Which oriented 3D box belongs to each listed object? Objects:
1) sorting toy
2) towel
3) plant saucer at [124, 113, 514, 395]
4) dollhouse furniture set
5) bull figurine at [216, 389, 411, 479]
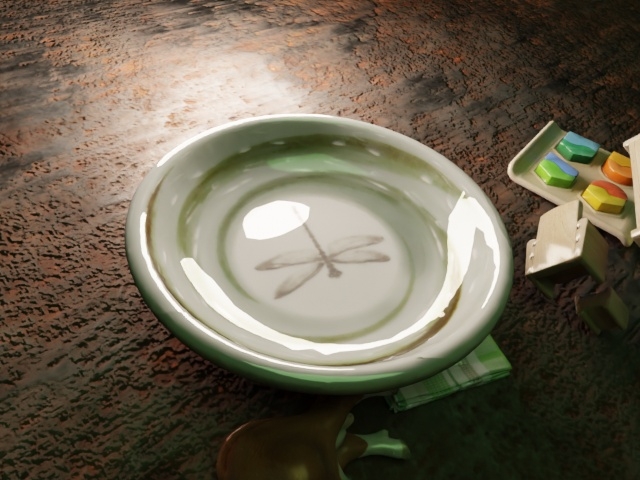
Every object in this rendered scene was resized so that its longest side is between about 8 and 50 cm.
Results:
[{"bbox_3d":[0.430,-0.106,0.732,0.208,0.038,0.193,39,55,18],"label":"sorting toy"},{"bbox_3d":[0.126,0.117,0.513,0.152,0.023,0.113,-10,56,-18],"label":"towel"},{"bbox_3d":[0.000,0.000,0.516,0.401,0.100,0.400,5,45,-5],"label":"plant saucer"},{"bbox_3d":[0.469,0.029,0.542,0.303,0.286,0.198,44,47,-12],"label":"dollhouse furniture set"},{"bbox_3d":[0.046,0.256,0.343,0.189,0.101,0.310,-22,62,-29],"label":"bull figurine"}]
